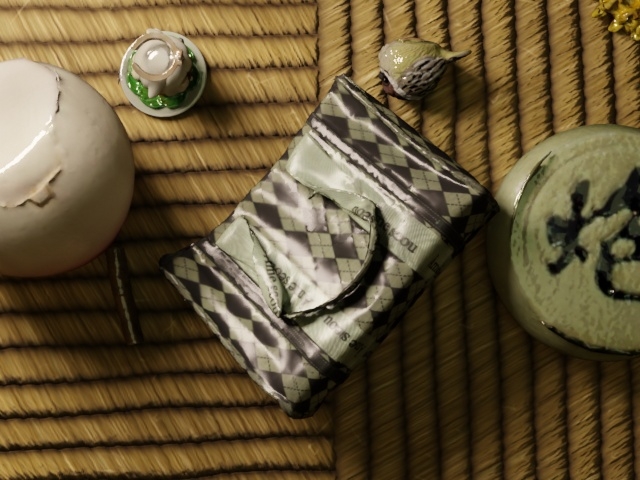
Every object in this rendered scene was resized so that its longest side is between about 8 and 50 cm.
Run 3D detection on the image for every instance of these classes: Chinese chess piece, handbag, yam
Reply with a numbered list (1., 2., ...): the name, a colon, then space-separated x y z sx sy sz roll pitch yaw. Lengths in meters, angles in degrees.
1. Chinese chess piece: 0.417 0.003 1.764 0.350 0.146 0.349 0 87 -5
2. handbag: 0.000 0.000 1.712 0.317 0.180 0.416 41 90 17
3. yam: -0.287 0.081 1.767 0.032 0.032 0.145 -13 88 -5

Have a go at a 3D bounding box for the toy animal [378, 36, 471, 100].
1. toy animal: 0.151 -0.249 1.777 0.137 0.098 0.098 8 87 15

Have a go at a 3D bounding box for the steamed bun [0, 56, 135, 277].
1. steamed bun: -0.386 -0.075 1.663 0.309 0.309 0.309 0 88 -4

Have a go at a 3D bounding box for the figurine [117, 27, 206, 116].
1. figurine: -0.230 -0.248 1.721 0.132 0.154 0.132 0 88 -4

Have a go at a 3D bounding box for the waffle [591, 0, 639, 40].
1. waffle: 0.511 -0.415 1.835 0.232 0.051 0.228 2 91 -3
